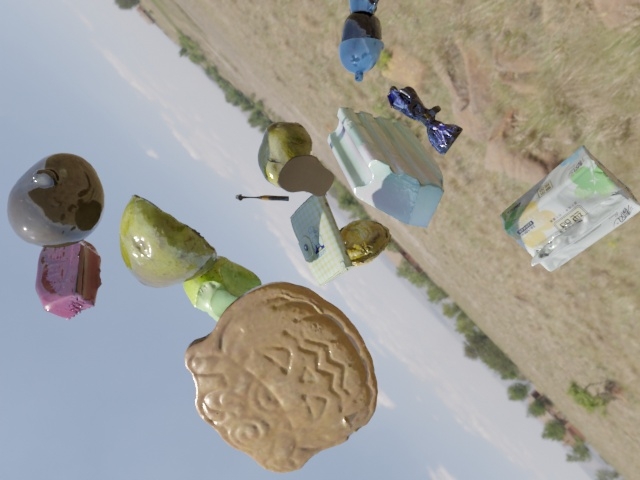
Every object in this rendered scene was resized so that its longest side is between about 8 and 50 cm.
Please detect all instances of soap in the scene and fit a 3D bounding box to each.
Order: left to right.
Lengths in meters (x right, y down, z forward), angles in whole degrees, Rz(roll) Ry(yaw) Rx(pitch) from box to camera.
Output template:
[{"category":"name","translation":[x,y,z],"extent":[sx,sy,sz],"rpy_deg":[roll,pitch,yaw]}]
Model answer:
[{"category":"soap","translation":[-0.907,0.116,1.858],"extent":[0.127,0.220,0.325],"rpy_deg":[57,-164,-50]},{"category":"soap","translation":[0.160,-0.180,1.219],"extent":[0.208,0.115,0.347],"rpy_deg":[8,-146,-22]}]

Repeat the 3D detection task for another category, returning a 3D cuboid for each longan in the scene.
[{"category":"longan","translation":[-0.767,-0.115,1.501],"extent":[0.242,0.301,0.300],"rpy_deg":[6,-171,-4]}]

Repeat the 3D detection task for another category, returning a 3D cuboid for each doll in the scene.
[{"category":"doll","translation":[0.140,-0.683,1.697],"extent":[0.140,0.315,0.177],"rpy_deg":[4,-175,-28]}]

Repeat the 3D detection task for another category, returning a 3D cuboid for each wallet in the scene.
[{"category":"wallet","translation":[0.000,0.000,1.929],"extent":[0.077,0.223,0.310],"rpy_deg":[-5,-113,-41]}]

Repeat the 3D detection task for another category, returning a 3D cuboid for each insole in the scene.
[{"category":"insole","translation":[-0.028,-0.165,1.350],"extent":[0.007,0.111,0.327],"rpy_deg":[38,-169,18]}]

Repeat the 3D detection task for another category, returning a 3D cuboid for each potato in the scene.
[{"category":"potato","translation":[-0.511,0.020,1.561],"extent":[0.330,0.213,0.280],"rpy_deg":[28,165,12]},{"category":"potato","translation":[-0.110,-0.259,1.561],"extent":[0.154,0.201,0.136],"rpy_deg":[11,-174,38]}]

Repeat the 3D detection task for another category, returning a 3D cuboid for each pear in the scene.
[{"category":"pear","translation":[-0.369,0.151,1.902],"extent":[0.281,0.176,0.286],"rpy_deg":[41,-164,-21]}]

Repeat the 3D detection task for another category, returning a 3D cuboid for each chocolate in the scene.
[{"category":"chocolate","translation":[0.403,-0.488,2.011],"extent":[0.343,0.148,0.126],"rpy_deg":[46,173,12]}]

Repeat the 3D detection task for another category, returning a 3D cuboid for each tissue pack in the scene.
[{"category":"tissue pack","translation":[0.525,-0.051,1.089],"extent":[0.159,0.229,0.145],"rpy_deg":[39,-149,-9]}]

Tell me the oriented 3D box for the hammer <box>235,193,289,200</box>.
[{"category":"hammer","translation":[-0.212,-0.156,1.882],"extent":[0.200,0.021,0.078],"rpy_deg":[0,-171,-20]}]

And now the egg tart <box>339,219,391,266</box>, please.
[{"category":"egg tart","translation":[0.150,0.001,2.111],"extent":[0.095,0.278,0.279],"rpy_deg":[58,176,-35]}]

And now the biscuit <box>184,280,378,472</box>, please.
[{"category":"biscuit","translation":[-0.073,0.280,1.036],"extent":[0.385,0.365,0.062],"rpy_deg":[52,-173,-15]}]
